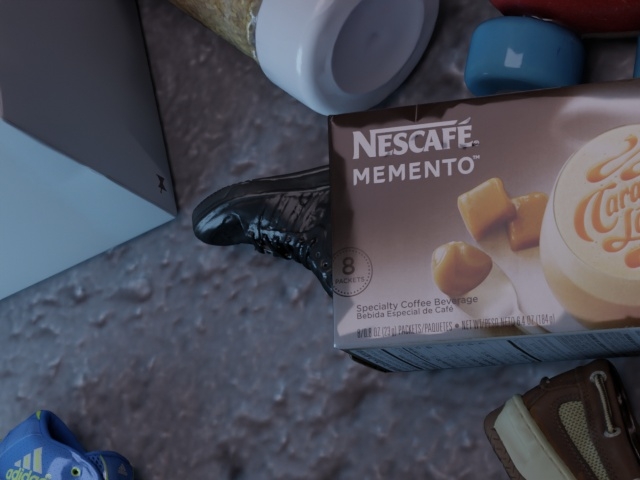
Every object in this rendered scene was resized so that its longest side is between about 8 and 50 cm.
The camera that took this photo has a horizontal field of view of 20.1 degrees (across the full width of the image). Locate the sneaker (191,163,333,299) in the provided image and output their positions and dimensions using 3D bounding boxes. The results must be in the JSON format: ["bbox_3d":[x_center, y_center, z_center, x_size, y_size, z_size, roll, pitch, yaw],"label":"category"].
[{"bbox_3d":[0.001,0.001,1.137,0.170,0.051,0.089,-14,65,15],"label":"sneaker"}]

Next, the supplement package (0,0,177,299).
[{"bbox_3d":[-0.272,-0.079,1.234,0.263,0.199,0.198,-24,62,21],"label":"supplement package"}]

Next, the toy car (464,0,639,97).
[{"bbox_3d":[0.149,-0.212,1.016,0.210,0.238,0.219,4,75,31],"label":"toy car"}]

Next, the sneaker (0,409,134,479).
[{"bbox_3d":[-0.162,0.203,1.141,0.126,0.091,0.240,-43,57,10],"label":"sneaker"}]

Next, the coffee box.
[{"bbox_3d":[0.135,-0.007,1.011,0.246,0.098,0.141,-5,77,20],"label":"coffee box"}]

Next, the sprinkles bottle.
[{"bbox_3d":[-0.081,-0.215,1.219,0.355,0.121,0.121,37,94,34],"label":"sprinkles bottle"}]

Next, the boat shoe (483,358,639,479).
[{"bbox_3d":[0.184,0.169,0.955,0.095,0.095,0.257,-35,59,7],"label":"boat shoe"}]
